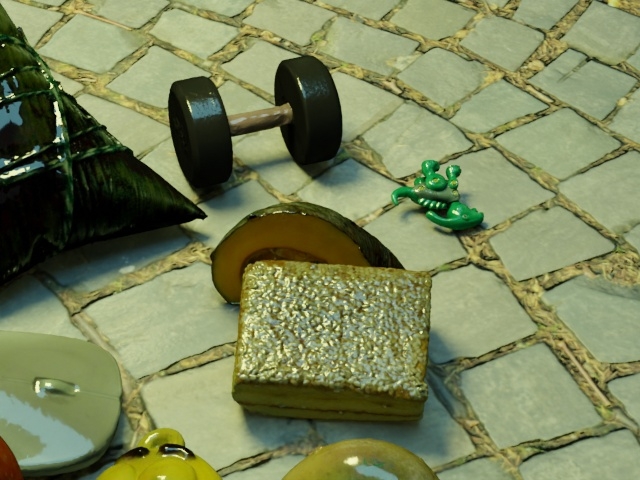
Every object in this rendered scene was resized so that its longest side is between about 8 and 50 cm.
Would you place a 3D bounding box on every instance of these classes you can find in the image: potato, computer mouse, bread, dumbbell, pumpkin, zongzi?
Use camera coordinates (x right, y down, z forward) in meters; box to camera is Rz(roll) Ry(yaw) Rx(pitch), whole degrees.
[{"bbox_3d":[0.051,0.273,1.322,0.202,0.117,0.182,29,53,21],"label":"potato"},{"bbox_3d":[-0.392,0.178,1.391,0.330,0.095,0.197,0,49,-5],"label":"computer mouse"},{"bbox_3d":[0.015,0.122,1.470,0.234,0.111,0.184,6,55,-2],"label":"bread"},{"bbox_3d":[-0.093,-0.168,1.715,0.218,0.152,0.152,-13,48,-17],"label":"dumbbell"},{"bbox_3d":[0.003,-0.003,1.554,0.278,0.163,0.111,5,46,-2],"label":"pumpkin"},{"bbox_3d":[-0.346,-0.106,1.607,0.362,0.319,0.384,-7,63,-25],"label":"zongzi"}]

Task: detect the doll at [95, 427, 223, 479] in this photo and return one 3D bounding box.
[{"bbox_3d":[-0.192,0.393,1.158,0.348,0.161,0.423,-33,46,-12],"label":"doll"}]

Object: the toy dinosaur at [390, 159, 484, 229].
[{"bbox_3d":[0.161,-0.058,1.703,0.132,0.059,0.096,5,50,-12],"label":"toy dinosaur"}]

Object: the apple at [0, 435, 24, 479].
[{"bbox_3d":[-0.417,0.247,1.210,0.229,0.230,0.230,3,45,-3],"label":"apple"}]
